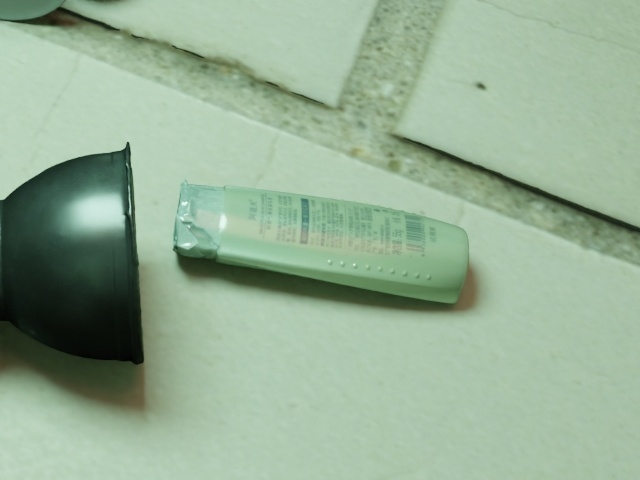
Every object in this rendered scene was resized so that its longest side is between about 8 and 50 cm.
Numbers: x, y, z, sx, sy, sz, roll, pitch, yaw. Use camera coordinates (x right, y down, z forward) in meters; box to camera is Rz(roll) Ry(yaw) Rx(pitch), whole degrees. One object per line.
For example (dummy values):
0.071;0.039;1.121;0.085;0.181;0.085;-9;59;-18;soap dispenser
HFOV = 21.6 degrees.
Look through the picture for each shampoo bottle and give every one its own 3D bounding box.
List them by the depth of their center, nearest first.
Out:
0.000;0.000;1.206;0.212;0.049;0.072;10;51;-7;shampoo bottle

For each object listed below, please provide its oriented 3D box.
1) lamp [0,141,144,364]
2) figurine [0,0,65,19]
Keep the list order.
-0.232;0.022;1.088;0.227;0.147;0.172;-4;75;-6;lamp
-0.228;-0.298;1.344;0.176;0.133;0.236;23;51;-28;figurine
